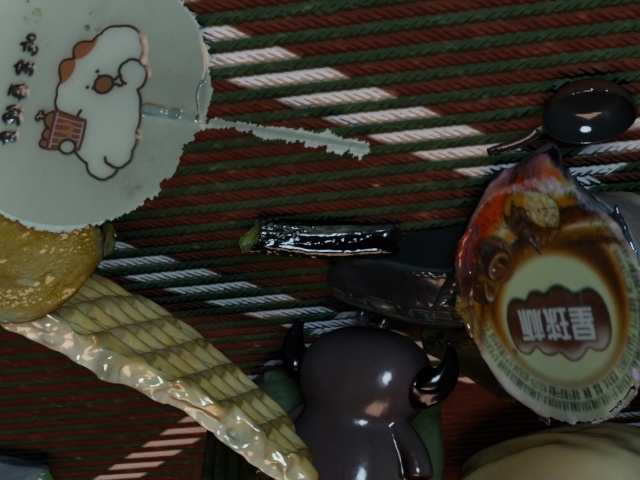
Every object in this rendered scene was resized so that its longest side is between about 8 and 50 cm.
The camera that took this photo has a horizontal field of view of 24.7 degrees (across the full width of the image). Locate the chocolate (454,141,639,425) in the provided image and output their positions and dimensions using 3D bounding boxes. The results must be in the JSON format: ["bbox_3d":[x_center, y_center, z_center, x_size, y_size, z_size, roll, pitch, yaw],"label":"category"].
[{"bbox_3d":[0.217,0.024,1.152,0.147,0.221,0.221,-23,167,-39],"label":"chocolate"}]

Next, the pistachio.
[{"bbox_3d":[0.260,0.306,1.553,0.238,0.229,0.321,45,143,-7],"label":"pistachio"}]

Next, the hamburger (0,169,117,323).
[{"bbox_3d":[-0.222,-0.030,1.080,0.159,0.131,0.185,-38,134,25],"label":"hamburger"}]

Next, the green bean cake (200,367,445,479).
[{"bbox_3d":[-0.004,0.222,1.505,0.222,0.125,0.227,10,150,-20],"label":"green bean cake"}]

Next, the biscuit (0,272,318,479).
[{"bbox_3d":[-0.138,0.097,1.242,0.309,0.204,0.040,33,98,-21],"label":"biscuit"}]

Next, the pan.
[{"bbox_3d":[0.173,-0.089,1.068,0.115,0.023,0.068,-18,146,23],"label":"pan"}]

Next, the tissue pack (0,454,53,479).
[{"bbox_3d":[-0.483,0.368,1.752,0.288,0.124,0.394,9,148,-13],"label":"tissue pack"}]

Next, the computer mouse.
[{"bbox_3d":[0.101,0.039,1.251,0.192,0.062,0.106,-7,148,10],"label":"computer mouse"}]

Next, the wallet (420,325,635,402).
[{"bbox_3d":[0.260,0.092,1.314,0.317,0.044,0.169,-11,153,36],"label":"wallet"}]

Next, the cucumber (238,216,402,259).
[{"bbox_3d":[0.000,0.001,1.214,0.135,0.033,0.034,4,152,-6],"label":"cucumber"}]

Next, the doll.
[{"bbox_3d":[0.030,0.183,1.321,0.182,0.257,0.117,6,165,27],"label":"doll"}]

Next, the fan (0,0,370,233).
[{"bbox_3d":[-0.102,-0.086,1.013,0.329,0.009,0.191,5,114,-31],"label":"fan"}]
